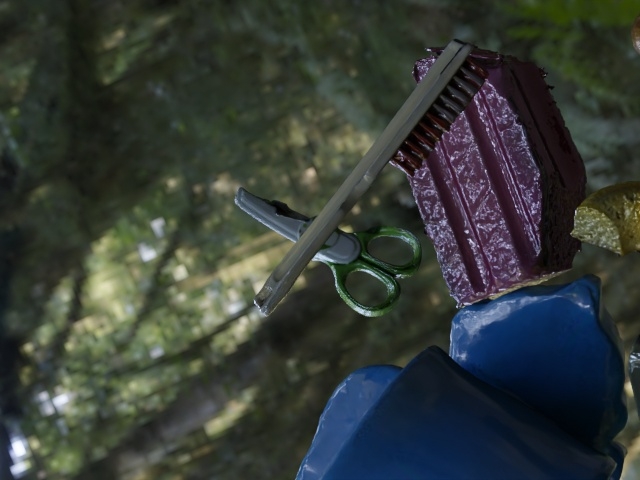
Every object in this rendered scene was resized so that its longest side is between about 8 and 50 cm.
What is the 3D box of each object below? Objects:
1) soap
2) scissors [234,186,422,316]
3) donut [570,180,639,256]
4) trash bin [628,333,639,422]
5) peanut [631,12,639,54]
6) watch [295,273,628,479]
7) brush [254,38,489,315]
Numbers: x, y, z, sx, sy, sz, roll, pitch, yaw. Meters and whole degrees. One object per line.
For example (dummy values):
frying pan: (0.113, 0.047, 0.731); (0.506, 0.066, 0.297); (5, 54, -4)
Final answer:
soap: (0.188, -0.087, 1.906); (0.112, 0.182, 0.289); (-13, -101, -54)
scissors: (0.000, 0.000, 1.755); (0.204, 0.101, 0.027); (26, 153, 14)
donut: (0.188, -0.005, 0.971); (0.083, 0.067, 0.038); (-121, 12, -45)
trash bin: (0.308, 0.118, 0.921); (0.240, 0.122, 0.164); (8, 120, 44)
peanut: (0.362, -0.200, 1.734); (0.152, 0.076, 0.076); (11, -126, -61)
watch: (0.083, 0.165, 0.993); (0.241, 0.305, 0.274); (30, -167, 14)
brush: (0.050, -0.053, 1.632); (0.050, 0.321, 0.060); (38, -178, -17)
